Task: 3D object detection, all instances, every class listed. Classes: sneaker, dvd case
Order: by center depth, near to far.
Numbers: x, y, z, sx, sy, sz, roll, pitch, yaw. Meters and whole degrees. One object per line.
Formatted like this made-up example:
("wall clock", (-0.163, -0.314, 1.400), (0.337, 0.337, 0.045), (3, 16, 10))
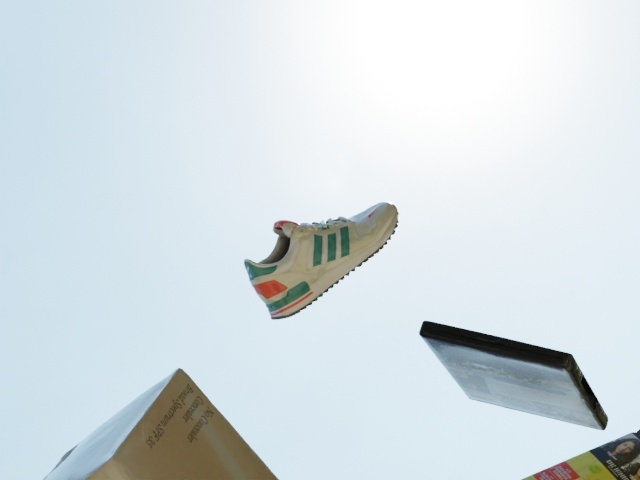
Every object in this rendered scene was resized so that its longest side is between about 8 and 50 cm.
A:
("sneaker", (0.000, 0.000, 1.737), (0.161, 0.057, 0.075), (-39, -78, -16))
("dvd case", (0.231, 0.160, 2.203), (0.253, 0.180, 0.022), (51, -126, -62))

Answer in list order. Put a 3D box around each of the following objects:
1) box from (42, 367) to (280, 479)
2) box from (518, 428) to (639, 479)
("box", (-0.051, 0.253, 1.213), (0.121, 0.311, 0.148), (-38, 9, 24))
("box", (0.228, 0.259, 1.772), (0.232, 0.087, 0.058), (-21, -53, -15))
